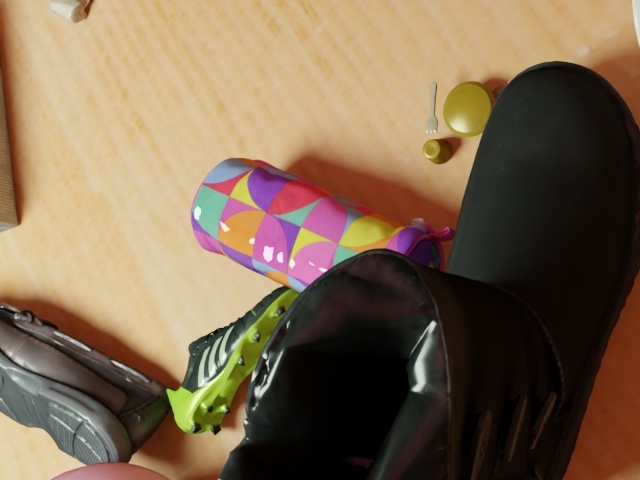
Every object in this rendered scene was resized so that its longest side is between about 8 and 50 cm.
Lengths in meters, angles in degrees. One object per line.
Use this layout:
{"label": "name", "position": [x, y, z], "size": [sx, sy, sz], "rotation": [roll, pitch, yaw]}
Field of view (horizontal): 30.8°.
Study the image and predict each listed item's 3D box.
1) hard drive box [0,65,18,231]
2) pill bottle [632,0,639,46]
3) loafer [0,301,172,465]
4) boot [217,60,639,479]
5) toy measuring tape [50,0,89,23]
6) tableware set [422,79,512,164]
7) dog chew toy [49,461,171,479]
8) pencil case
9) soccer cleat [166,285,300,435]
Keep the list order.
{"label": "hard drive box", "position": [-0.439, -0.108, 1.277], "size": [0.181, 0.089, 0.232], "rotation": [-17, 75, 26]}
{"label": "pill bottle", "position": [0.326, -0.177, 0.841], "size": [0.180, 0.108, 0.108], "rotation": [-6, 81, 30]}
{"label": "loafer", "position": [-0.275, 0.130, 1.164], "size": [0.302, 0.095, 0.109], "rotation": [26, 136, 32]}
{"label": "boot", "position": [0.091, 0.035, 0.738], "size": [0.146, 0.445, 0.367], "rotation": [8, 91, 26]}
{"label": "toy measuring tape", "position": [-0.224, -0.389, 1.178], "size": [0.121, 0.121, 0.330], "rotation": [30, 98, 29]}
{"label": "tableware set", "position": [0.158, -0.082, 0.975], "size": [0.154, 0.024, 0.104], "rotation": [4, 89, 29]}
{"label": "dog chew toy", "position": [-0.254, 0.311, 1.053], "size": [0.332, 0.206, 0.207], "rotation": [-11, 78, 32]}
{"label": "pencil case", "position": [0.000, 0.000, 1.005], "size": [0.236, 0.104, 0.104], "rotation": [21, 94, 31]}
{"label": "soccer cleat", "position": [-0.082, 0.100, 1.067], "size": [0.179, 0.060, 0.072], "rotation": [-51, 50, 15]}
